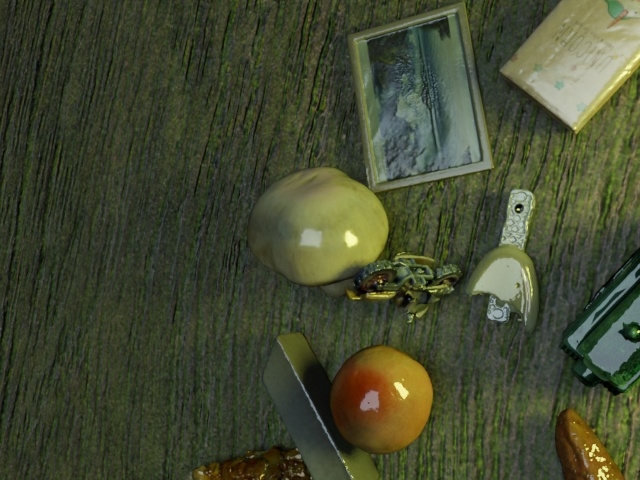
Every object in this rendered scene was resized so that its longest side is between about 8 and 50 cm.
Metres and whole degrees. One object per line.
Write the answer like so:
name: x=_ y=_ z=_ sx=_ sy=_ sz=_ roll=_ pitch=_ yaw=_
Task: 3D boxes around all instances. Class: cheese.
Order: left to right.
cheese: x=0.322 y=0.029 z=1.161 sx=0.127 sy=0.050 sz=0.234 roll=13 pitch=93 yaw=24

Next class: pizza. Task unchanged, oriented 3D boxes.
pizza: x=-0.098 y=0.483 z=1.285 sx=0.336 sy=0.086 sz=0.226 roll=26 pitch=92 yaw=26

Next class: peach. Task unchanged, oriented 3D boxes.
peach: x=0.101 y=0.264 z=1.170 sx=0.184 sy=0.184 sz=0.184 roll=-2 pitch=85 yaw=23

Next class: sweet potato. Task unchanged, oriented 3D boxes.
sweet potato: x=0.425 y=0.387 z=1.070 sx=0.097 sy=0.097 sz=0.251 roll=-26 pitch=72 yaw=19

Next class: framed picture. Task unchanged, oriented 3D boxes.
framed picture: x=0.176 y=-0.257 z=1.260 sx=0.232 sy=0.024 sz=0.314 roll=-11 pitch=83 yaw=21

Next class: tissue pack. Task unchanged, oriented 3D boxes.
tissue pack: x=0.464 y=-0.349 z=1.117 sx=0.170 sy=0.071 sz=0.325 roll=44 pitch=103 yaw=17

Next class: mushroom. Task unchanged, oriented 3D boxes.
mushroom: x=0.000 y=0.000 z=1.222 sx=0.254 sy=0.260 sz=0.234 roll=-2 pitch=123 yaw=19

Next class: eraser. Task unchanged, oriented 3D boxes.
eraser: x=0.000 y=0.337 z=1.243 sx=0.077 sy=0.111 sz=0.352 roll=-35 pitch=74 yaw=19

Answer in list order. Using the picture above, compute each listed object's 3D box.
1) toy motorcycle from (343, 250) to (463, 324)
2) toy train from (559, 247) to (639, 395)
toy motorcycle: x=0.136 y=0.084 z=1.159 sx=0.130 sy=0.229 sz=0.093 roll=-48 pitch=52 yaw=38
toy train: x=0.493 y=0.090 z=1.015 sx=0.138 sy=0.178 sz=0.330 roll=43 pitch=102 yaw=19
